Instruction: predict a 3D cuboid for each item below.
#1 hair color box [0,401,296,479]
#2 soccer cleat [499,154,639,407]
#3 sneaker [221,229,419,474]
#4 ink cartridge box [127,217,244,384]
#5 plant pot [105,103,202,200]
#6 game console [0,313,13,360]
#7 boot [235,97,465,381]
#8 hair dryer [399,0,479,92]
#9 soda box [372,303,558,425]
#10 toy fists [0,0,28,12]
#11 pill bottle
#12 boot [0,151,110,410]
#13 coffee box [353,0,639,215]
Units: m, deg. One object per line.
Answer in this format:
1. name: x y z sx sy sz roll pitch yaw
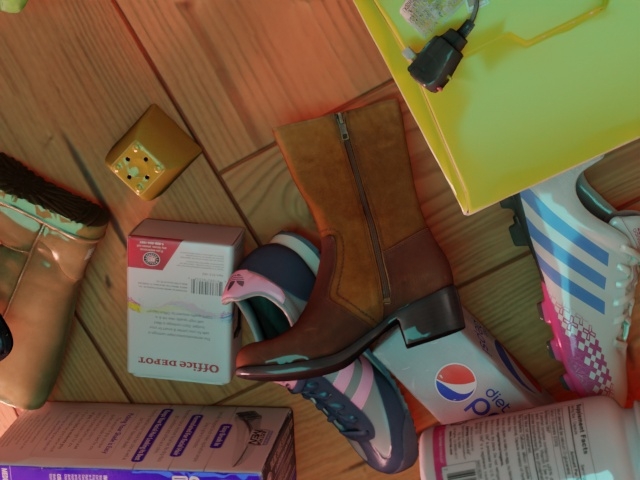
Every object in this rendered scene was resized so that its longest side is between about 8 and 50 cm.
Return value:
1. hair color box: -0.211 0.276 1.986 0.338 0.185 0.110 -1 108 11
2. soccer cleat: 0.307 0.045 1.850 0.143 0.116 0.331 -17 104 16
3. sneaker: -0.008 0.154 1.923 0.112 0.131 0.319 -23 101 51
4. ink cartridge box: -0.159 0.072 1.967 0.127 0.072 0.175 6 109 8
5. plant pot: -0.198 -0.094 1.914 0.081 0.083 0.081 44 109 -5
6. game console: -0.495 0.004 1.966 0.213 0.044 0.361 -32 89 35
7. boot: 0.000 0.000 1.829 0.264 0.096 0.280 -18 80 1
8. hair dryer: 0.113 -0.289 1.438 0.223 0.080 0.293 44 108 -3
9. soda box: 0.195 0.185 1.930 0.286 0.091 0.098 45 108 -6
10. toy fists: -0.304 -0.365 1.800 0.142 0.096 0.279 41 82 -13
11. pill bottle: 0.260 0.256 1.808 0.283 0.160 0.160 -12 106 10
12. boot: -0.394 0.045 1.995 0.236 0.089 0.269 29 115 7
13. coffee box: 0.228 -0.278 1.640 0.337 0.334 0.338 -25 102 17
